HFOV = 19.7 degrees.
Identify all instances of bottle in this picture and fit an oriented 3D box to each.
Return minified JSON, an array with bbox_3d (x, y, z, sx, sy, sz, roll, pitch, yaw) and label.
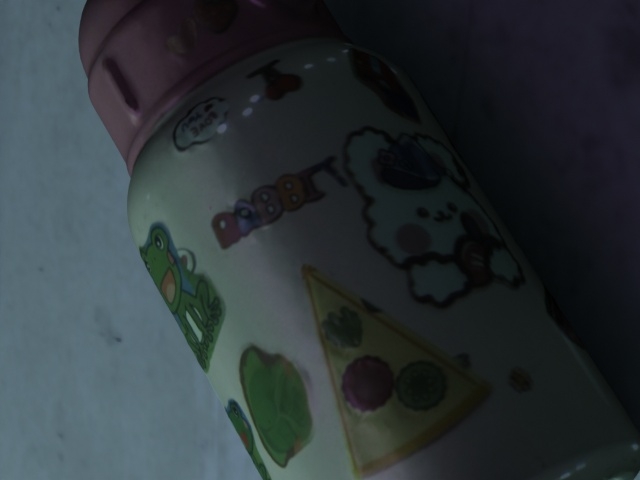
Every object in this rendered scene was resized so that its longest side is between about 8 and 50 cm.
[{"bbox_3d":[0.000,0.000,0.643,0.120,0.120,0.253,-46,66,40],"label":"bottle"}]
